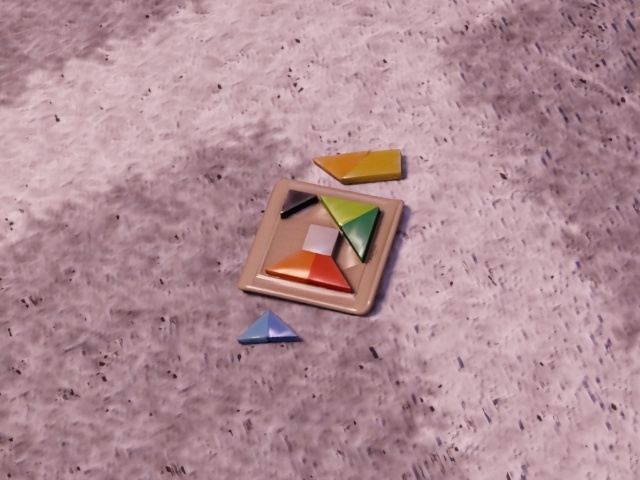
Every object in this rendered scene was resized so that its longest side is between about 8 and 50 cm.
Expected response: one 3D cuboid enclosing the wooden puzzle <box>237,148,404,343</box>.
[{"bbox_3d":[0.000,0.000,0.720,0.078,0.014,0.116,3,60,15],"label":"wooden puzzle"}]
